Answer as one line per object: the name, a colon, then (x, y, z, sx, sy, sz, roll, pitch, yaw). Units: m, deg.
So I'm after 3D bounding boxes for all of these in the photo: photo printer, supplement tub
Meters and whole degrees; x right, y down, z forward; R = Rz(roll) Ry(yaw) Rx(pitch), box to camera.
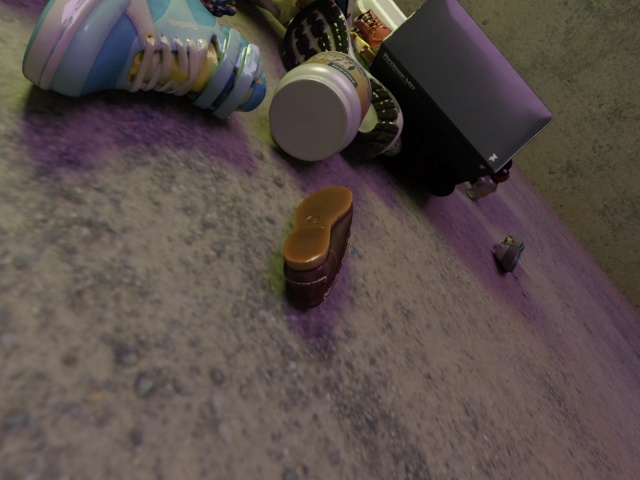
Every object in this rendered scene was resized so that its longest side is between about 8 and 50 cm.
photo printer: (0.200, -0.566, 1.290, 0.307, 0.107, 0.256, 57, -2, 11)
supplement tub: (0.003, -0.223, 0.718, 0.144, 0.144, 0.199, 42, 31, -12)

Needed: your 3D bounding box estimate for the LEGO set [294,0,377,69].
LEGO set: (0.039, -0.469, 1.068, 0.287, 0.107, 0.132, 16, 30, -49)

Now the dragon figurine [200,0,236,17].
dragon figurine: (-0.265, -0.454, 0.683, 0.289, 0.144, 0.085, 25, 36, -3)

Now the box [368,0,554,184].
box: (0.274, -0.308, 0.991, 0.343, 0.179, 0.312, 48, -4, -4)

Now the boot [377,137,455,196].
boot: (0.206, -0.171, 1.021, 0.219, 0.082, 0.106, 37, 4, 0)

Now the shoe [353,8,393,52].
shoe: (0.135, -0.532, 1.100, 0.081, 0.063, 0.178, 48, 8, -30)

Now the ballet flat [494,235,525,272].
ballet flat: (0.504, 0.034, 1.176, 0.068, 0.072, 0.213, 29, 24, 21)

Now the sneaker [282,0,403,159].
sneaker: (0.054, -0.329, 0.938, 0.182, 0.158, 0.410, 16, 47, -64)

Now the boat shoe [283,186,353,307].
boat shoe: (0.000, 0.000, 0.556, 0.207, 0.073, 0.073, -64, 147, -54)

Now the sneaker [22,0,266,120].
sneaker: (-0.164, -0.207, 0.508, 0.208, 0.127, 0.319, 36, 34, -20)

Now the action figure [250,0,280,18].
action figure: (-0.251, -0.615, 0.841, 0.370, 0.275, 0.248, -18, 47, -37)

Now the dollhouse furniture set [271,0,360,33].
dollhouse furniture set: (-0.030, -0.638, 1.150, 0.262, 0.135, 0.259, 58, 23, -13)

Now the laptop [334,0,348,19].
laptop: (-0.040, -0.615, 0.883, 0.264, 0.136, 0.234, -6, 68, -42)

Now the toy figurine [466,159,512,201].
toy figurine: (0.499, -0.250, 1.383, 0.213, 0.148, 0.209, 48, 31, -3)
